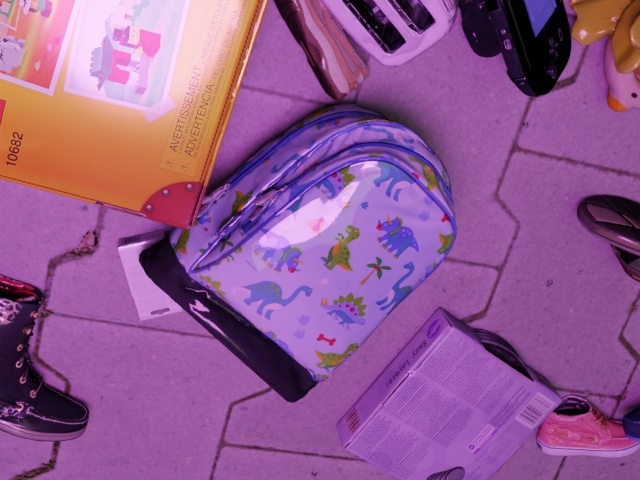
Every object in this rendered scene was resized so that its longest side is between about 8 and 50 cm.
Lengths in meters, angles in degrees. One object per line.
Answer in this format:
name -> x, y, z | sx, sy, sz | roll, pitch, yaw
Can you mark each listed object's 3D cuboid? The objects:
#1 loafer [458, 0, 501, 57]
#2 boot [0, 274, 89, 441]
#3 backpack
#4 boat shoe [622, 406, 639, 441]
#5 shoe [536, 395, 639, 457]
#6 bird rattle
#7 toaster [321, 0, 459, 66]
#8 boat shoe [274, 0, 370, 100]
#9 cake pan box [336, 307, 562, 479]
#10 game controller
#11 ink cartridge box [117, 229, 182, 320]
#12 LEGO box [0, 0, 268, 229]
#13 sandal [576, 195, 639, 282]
loafer -> 0.194, -0.314, 1.032 | 0.061, 0.062, 0.170 | -40, 119, -35
boot -> -0.394, 0.158, 1.112 | 0.236, 0.085, 0.178 | 25, 105, -19
backpack -> 0.000, 0.000, 1.044 | 0.355, 0.273, 0.290 | -47, 110, -9
boat shoe -> 0.584, 0.245, 1.333 | 0.258, 0.109, 0.089 | -16, 102, -23
shoe -> 0.436, 0.295, 1.335 | 0.178, 0.063, 0.081 | 0, 118, -6
bird rattle -> 0.448, -0.272, 1.080 | 0.253, 0.143, 0.207 | -20, 128, -15
toaster -> 0.075, -0.297, 0.946 | 0.129, 0.146, 0.227 | -29, 118, 29
boat shoe -> 0.002, -0.265, 1.014 | 0.072, 0.068, 0.190 | -36, 125, -7
cake pan box -> 0.198, 0.260, 1.275 | 0.246, 0.070, 0.267 | 32, 105, -24
game controller -> 0.226, -0.332, 0.975 | 0.166, 0.067, 0.319 | -45, 122, -37
ink cartridge box -> -0.227, 0.047, 1.123 | 0.063, 0.029, 0.115 | -13, 116, -5
LEGO box -> -0.243, -0.305, 0.872 | 0.372, 0.193, 0.500 | 16, 110, -17
sandal -> 0.491, 0.030, 1.204 | 0.303, 0.120, 0.086 | 24, 121, -20
